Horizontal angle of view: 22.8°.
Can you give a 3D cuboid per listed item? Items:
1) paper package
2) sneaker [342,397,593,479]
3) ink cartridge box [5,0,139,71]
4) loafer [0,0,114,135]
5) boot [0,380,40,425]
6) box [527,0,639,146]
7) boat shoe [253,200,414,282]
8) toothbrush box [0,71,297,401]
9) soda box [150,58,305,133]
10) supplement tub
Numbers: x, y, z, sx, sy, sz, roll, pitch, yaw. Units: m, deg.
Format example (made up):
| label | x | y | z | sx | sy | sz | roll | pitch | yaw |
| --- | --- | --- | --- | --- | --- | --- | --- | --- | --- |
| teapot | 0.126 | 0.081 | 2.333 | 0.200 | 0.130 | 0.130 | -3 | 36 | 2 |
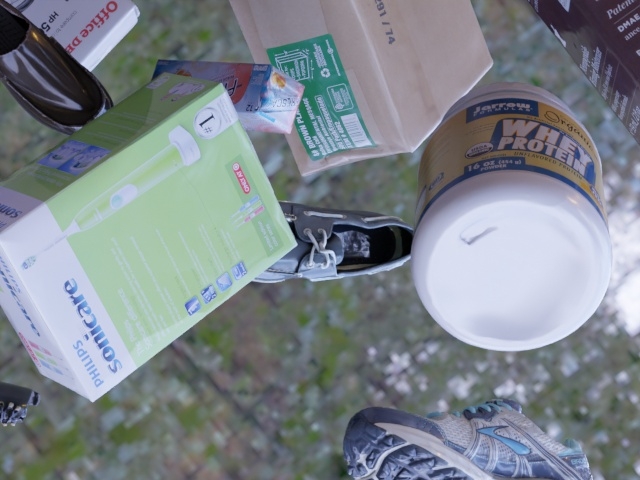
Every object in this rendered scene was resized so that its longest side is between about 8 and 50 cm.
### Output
| label | x | y | z | sx | sy | sz | roll | pitch | yaw |
| --- | --- | --- | --- | --- | --- | --- | --- | --- | --- |
| paper package | 0.043 | -0.291 | 1.967 | 0.168 | 0.325 | 0.309 | -10 | -158 | 33 |
| sneaker | 0.138 | 0.201 | 1.475 | 0.110 | 0.283 | 0.122 | -36 | -141 | 41 |
| ink cartridge box | -0.334 | -0.285 | 1.862 | 0.148 | 0.203 | 0.086 | -48 | -178 | -3 |
| loafer | -0.320 | -0.193 | 1.727 | 0.080 | 0.220 | 0.078 | -52 | 180 | -7 |
| boot | -0.424 | 0.204 | 1.929 | 0.198 | 0.137 | 0.077 | -78 | -173 | -66 |
| box | 0.289 | -0.218 | 1.367 | 0.167 | 0.203 | 0.168 | -36 | 168 | 1 |
| boat shoe | 0.000 | 0.000 | 2.235 | 0.319 | 0.116 | 0.099 | 1 | 176 | -35 |
| toothbrush box | -0.194 | -0.009 | 1.618 | 0.283 | 0.206 | 0.122 | -39 | -150 | -24 |
| soda box | -0.106 | -0.157 | 1.728 | 0.183 | 0.063 | 0.058 | 8 | -104 | 43 |
| supplement tub | 0.143 | -0.025 | 1.204 | 0.144 | 0.144 | 0.200 | -34 | -159 | 22 |
